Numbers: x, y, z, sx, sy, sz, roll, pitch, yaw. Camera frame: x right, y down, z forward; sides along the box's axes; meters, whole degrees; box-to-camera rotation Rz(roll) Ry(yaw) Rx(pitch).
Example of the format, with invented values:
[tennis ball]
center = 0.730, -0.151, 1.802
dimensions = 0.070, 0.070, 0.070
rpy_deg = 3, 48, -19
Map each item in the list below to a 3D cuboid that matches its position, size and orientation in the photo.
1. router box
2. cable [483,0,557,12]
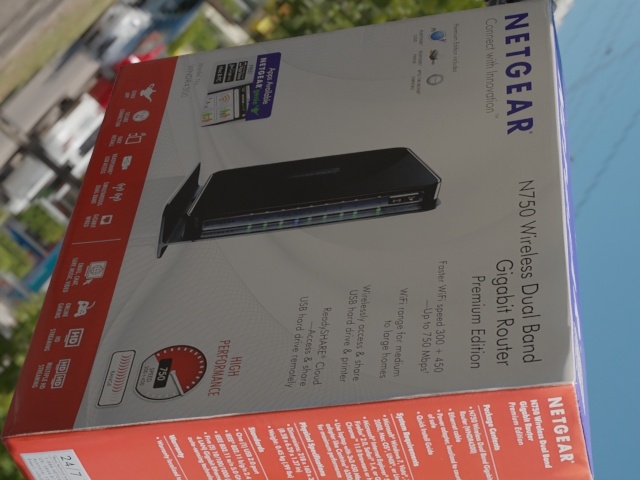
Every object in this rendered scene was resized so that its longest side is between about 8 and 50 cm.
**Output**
[router box]
center = 0.000, 0.000, 0.812
dimensions = 0.301, 0.082, 0.335
rpy_deg = -8, -138, 13
[cable]
center = 0.118, -0.229, 0.969
dimensions = 0.047, 0.150, 0.184
rpy_deg = -21, -155, 5
